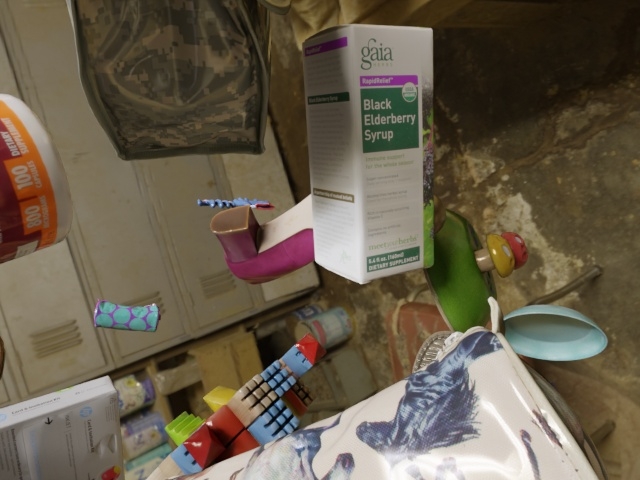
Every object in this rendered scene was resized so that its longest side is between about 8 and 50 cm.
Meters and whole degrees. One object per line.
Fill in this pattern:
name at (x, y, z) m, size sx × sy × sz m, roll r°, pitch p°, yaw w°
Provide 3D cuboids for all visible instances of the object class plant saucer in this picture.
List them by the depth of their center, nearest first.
plant saucer at (0.261, 0.103, 0.595) m, size 0.119 × 0.021 × 0.119 m, roll 13°, pitch 148°, yaw 8°

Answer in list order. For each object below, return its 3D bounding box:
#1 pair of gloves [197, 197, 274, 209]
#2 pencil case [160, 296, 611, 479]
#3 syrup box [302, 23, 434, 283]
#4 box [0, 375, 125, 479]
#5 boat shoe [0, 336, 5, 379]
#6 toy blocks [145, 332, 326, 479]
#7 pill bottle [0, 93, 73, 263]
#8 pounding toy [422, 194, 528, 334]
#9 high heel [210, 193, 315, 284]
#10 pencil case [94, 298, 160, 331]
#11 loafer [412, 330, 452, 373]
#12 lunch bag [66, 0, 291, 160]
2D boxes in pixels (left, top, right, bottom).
pair of gloves at (-0.216, -0.096, 1.318) m, size 0.159 × 0.198 × 0.023 m, roll -161°, pitch 74°, yaw -66°
pencil case at (0.007, 0.217, 0.418) m, size 0.410 × 0.160 × 0.184 m, roll -29°, pitch 41°, yaw 16°
syrup box at (0.049, -0.088, 0.527) m, size 0.096 × 0.093 × 0.237 m, roll 21°, pitch 117°, yaw 58°
box at (-0.318, 0.245, 0.572) m, size 0.038 × 0.186 × 0.145 m, roll 31°, pitch 124°, yaw 47°
boat shoe at (-0.576, 0.281, 0.799) m, size 0.120 × 0.122 × 0.324 m, roll -35°, pitch 46°, yaw 41°
toy blocks at (-0.121, 0.308, 0.868) m, size 0.191 × 0.381 × 0.261 m, roll 47°, pitch 127°, yaw 9°
pill bottle at (-0.533, -0.035, 0.611) m, size 0.224 × 0.392 × 0.224 m, roll 19°, pitch 122°, yaw 34°
pounding toy at (0.193, 0.004, 0.655) m, size 0.110 × 0.183 × 0.237 m, roll -21°, pitch 115°, yaw 23°
high heel at (0.000, 0.000, 0.949) m, size 0.377 × 0.127 × 0.181 m, roll -3°, pitch 141°, yaw 16°
pencil case at (-0.469, 0.183, 1.265) m, size 0.064 × 0.151 × 0.070 m, roll 131°, pitch 144°, yaw -69°
loafer at (0.215, 0.295, 0.916) m, size 0.101 × 0.092 × 0.269 m, roll 1°, pitch 68°, yaw 24°
lunch bag at (-0.113, -0.231, 0.397) m, size 0.287 × 0.168 × 0.235 m, roll 110°, pitch 154°, yaw -70°
